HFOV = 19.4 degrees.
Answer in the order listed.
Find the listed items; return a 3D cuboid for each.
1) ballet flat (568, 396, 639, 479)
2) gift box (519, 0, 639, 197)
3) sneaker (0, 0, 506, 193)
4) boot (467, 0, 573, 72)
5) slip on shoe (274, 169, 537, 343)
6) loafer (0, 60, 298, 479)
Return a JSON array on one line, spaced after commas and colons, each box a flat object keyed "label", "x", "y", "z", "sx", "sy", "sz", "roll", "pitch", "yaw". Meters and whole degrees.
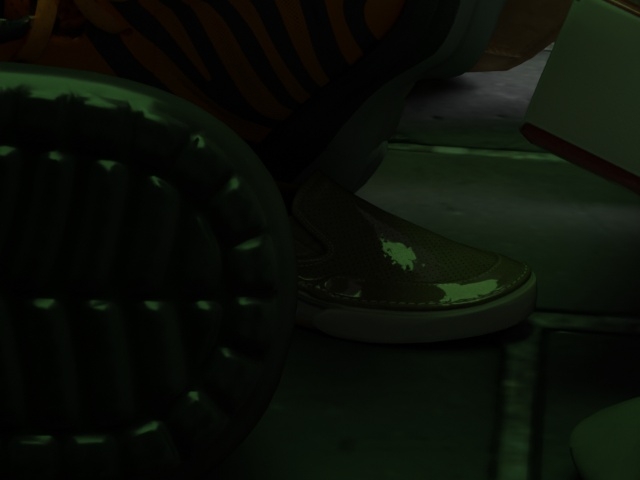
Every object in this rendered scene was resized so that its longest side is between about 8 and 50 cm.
[{"label": "ballet flat", "x": 0.130, "y": 0.059, "z": 0.398, "sx": 0.072, "sy": 0.068, "sz": 0.213, "roll": -9, "pitch": 23, "yaw": -26}, {"label": "gift box", "x": 0.232, "y": -0.077, "z": 0.519, "sx": 0.276, "sy": 0.258, "sz": 0.255, "roll": 32, "pitch": 29, "yaw": 17}, {"label": "sneaker", "x": -0.053, "y": -0.090, "z": 0.543, "sx": 0.180, "sy": 0.124, "sz": 0.321, "roll": 0, "pitch": -24, "yaw": -12}, {"label": "boot", "x": -0.044, "y": -0.113, "z": 0.795, "sx": 0.270, "sy": 0.089, "sz": 0.236, "roll": 10, "pitch": -21, "yaw": -26}, {"label": "slip on shoe", "x": 0.000, "y": 0.000, "z": 0.579, "sx": 0.135, "sy": 0.041, "sz": 0.051, "roll": 9, "pitch": 22, "yaw": 18}, {"label": "loafer", "x": -0.191, "y": 0.004, "z": 0.476, "sx": 0.366, "sy": 0.133, "sz": 0.130, "roll": 11, "pitch": -3, "yaw": -2}]
